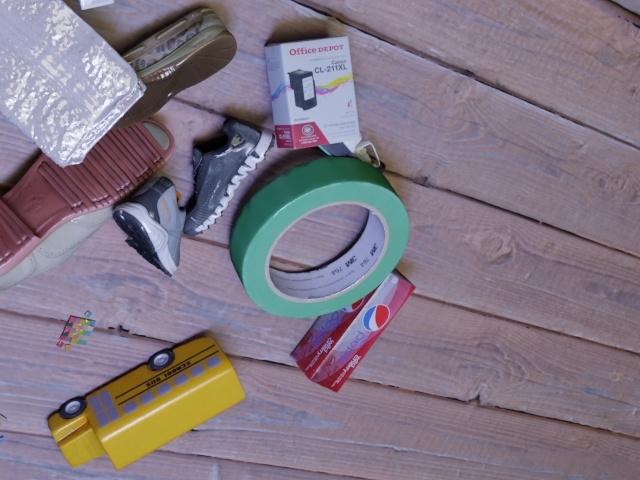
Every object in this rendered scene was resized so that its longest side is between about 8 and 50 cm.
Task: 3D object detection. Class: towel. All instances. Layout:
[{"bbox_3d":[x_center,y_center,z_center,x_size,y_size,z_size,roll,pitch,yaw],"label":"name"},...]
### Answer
[{"bbox_3d":[-0.411,-0.257,1.691,0.282,0.049,0.187,42,93,-17],"label":"towel"}]

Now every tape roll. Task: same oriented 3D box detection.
[{"bbox_3d":[0.000,0.000,2.077,0.321,0.077,0.321,-15,135,-16],"label":"tape roll"}]

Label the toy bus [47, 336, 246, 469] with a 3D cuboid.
[{"bbox_3d":[-0.313,0.303,2.087,0.333,0.130,0.108,-28,128,-12],"label":"toy bus"}]

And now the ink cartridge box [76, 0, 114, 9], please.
[{"bbox_3d":[-0.342,-0.408,1.672,0.052,0.088,0.122,-16,124,-18],"label":"ink cartridge box"}]

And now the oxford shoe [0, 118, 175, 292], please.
[{"bbox_3d":[-0.405,-0.057,1.848,0.397,0.140,0.146,-33,160,-15],"label":"oxford shoe"}]

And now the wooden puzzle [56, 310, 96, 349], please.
[{"bbox_3d":[-0.423,0.158,2.017,0.049,0.006,0.083,16,108,-36],"label":"wooden puzzle"}]

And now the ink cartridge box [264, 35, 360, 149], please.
[{"bbox_3d":[-0.014,-0.247,1.926,0.127,0.072,0.175,-11,100,-23],"label":"ink cartridge box"}]

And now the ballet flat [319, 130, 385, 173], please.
[{"bbox_3d":[0.053,-0.165,2.053,0.074,0.074,0.203,-47,135,3],"label":"ballet flat"}]

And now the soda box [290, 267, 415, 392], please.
[{"bbox_3d":[0.062,0.159,2.239,0.083,0.092,0.263,30,100,-39],"label":"soda box"}]

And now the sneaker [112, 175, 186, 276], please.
[{"bbox_3d":[-0.258,-0.021,1.884,0.108,0.100,0.271,-52,171,-16],"label":"sneaker"}]

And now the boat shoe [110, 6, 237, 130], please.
[{"bbox_3d":[-0.271,-0.265,1.813,0.285,0.089,0.104,-28,154,-9],"label":"boat shoe"}]

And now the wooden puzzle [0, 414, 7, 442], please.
[{"bbox_3d":[-0.592,0.323,2.015,0.078,0.014,0.116,-50,130,5],"label":"wooden puzzle"}]

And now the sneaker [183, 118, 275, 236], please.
[{"bbox_3d":[-0.183,-0.113,1.952,0.106,0.078,0.234,33,111,-19],"label":"sneaker"}]
